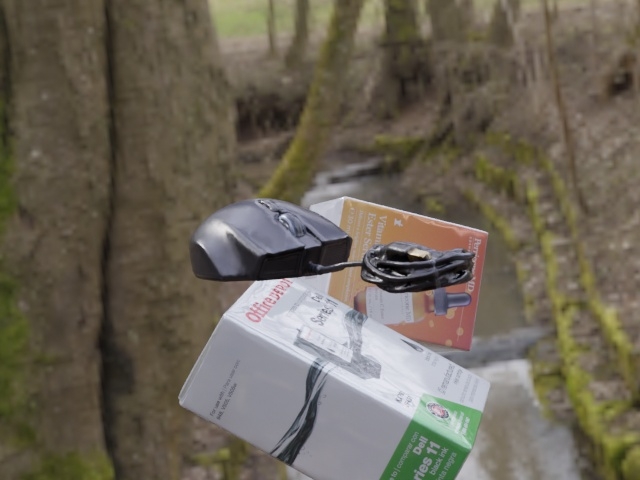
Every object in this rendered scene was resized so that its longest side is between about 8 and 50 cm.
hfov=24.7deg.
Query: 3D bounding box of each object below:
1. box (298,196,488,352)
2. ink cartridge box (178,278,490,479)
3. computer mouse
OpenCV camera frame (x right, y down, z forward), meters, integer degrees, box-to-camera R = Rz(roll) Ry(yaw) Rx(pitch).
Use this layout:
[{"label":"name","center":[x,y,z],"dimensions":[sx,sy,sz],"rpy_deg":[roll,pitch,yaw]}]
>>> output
[{"label":"box","center":[0.071,0.038,1.508],"dimensions":[0.170,0.130,0.091],"rpy_deg":[12,-9,-21]},{"label":"ink cartridge box","center":[0.015,0.117,1.123],"dimensions":[0.208,0.087,0.153],"rpy_deg":[28,18,4]},{"label":"computer mouse","center":[0.000,0.000,0.732],"dimensions":[0.071,0.041,0.242],"rpy_deg":[-6,5,-31]}]
